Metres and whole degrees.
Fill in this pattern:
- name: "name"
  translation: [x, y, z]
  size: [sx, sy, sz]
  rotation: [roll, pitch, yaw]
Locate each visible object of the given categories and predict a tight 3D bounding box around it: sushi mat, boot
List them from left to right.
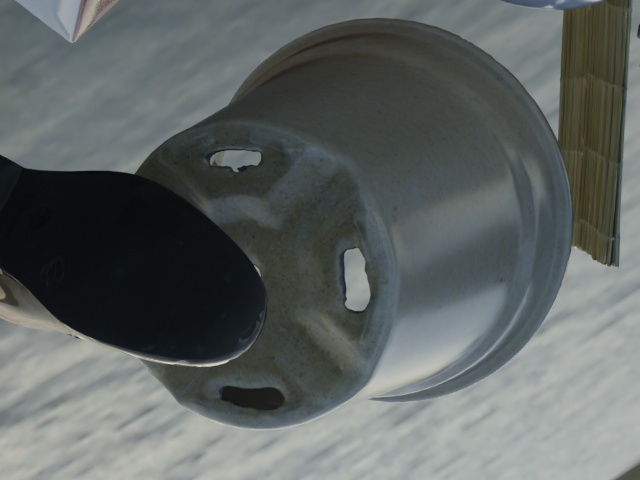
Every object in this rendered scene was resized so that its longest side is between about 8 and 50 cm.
- name: "boot"
  translation: [-0.157, 0.022, 1.084]
  size: [0.112, 0.305, 0.115]
  rotation: [-59, 150, -23]
- name: "sushi mat"
  translation: [0.242, -0.140, 1.436]
  size: [0.019, 0.316, 0.151]
  rotation: [-1, -170, -10]

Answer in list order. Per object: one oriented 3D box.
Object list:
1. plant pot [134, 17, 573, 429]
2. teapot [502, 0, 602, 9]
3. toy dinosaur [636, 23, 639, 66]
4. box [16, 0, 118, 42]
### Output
- name: "plant pot"
  translation: [0.000, 0.000, 1.253]
  size: [0.334, 0.334, 0.305]
  rotation: [-38, 175, 22]
- name: "teapot"
  translation: [0.179, -0.296, 1.116]
  size: [0.252, 0.256, 0.187]
  rotation: [-11, 169, -20]
- name: "toy dinosaur"
  translation: [0.279, -0.133, 0.800]
  size: [0.164, 0.218, 0.322]
  rotation: [80, 28, -61]
- name: "box"
  translation: [-0.136, -0.360, 1.275]
  size: [0.345, 0.168, 0.215]
  rotation: [-49, 175, -29]
